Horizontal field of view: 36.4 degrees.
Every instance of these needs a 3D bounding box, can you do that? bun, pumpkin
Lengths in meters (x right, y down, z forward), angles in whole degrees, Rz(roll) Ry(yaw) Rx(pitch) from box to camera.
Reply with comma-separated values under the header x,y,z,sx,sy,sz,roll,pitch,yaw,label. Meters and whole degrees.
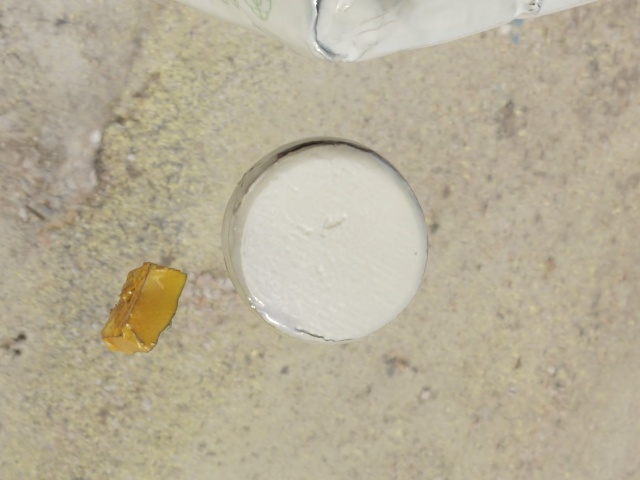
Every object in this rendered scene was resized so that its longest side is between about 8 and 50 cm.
x,y,z,sx,sy,sz,roll,pitch,yaw,label
0.000,0.000,0.658,0.138,0.094,0.138,0,91,-9,bun
-0.157,0.065,0.883,0.054,0.074,0.083,32,70,-22,pumpkin

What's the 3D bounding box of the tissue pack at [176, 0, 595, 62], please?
x,y,z,sx,sy,sz,roll,pitch,yaw,label
0.001,-0.243,0.564,0.266,0.356,0.193,-20,124,-28,tissue pack
